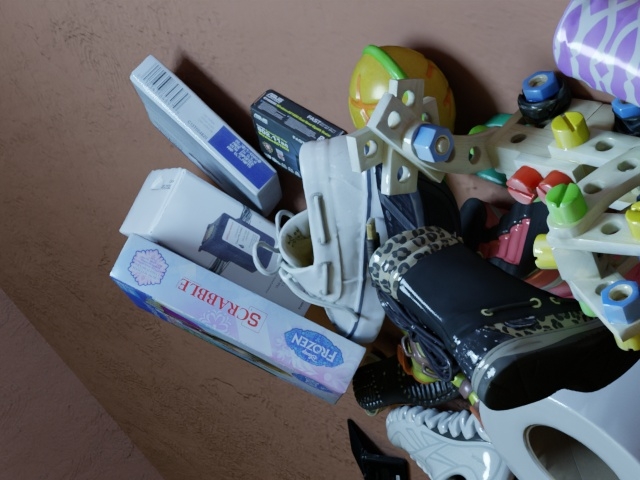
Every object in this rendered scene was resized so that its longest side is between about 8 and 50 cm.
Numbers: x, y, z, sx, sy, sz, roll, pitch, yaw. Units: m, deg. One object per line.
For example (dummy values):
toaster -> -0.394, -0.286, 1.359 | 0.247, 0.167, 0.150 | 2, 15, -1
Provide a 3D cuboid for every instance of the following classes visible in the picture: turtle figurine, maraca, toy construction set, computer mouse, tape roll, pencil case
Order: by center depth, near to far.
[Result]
pencil case -> 0.279, -0.130, 1.088 | 0.206, 0.086, 0.088 | 32, 178, 31
toy construction set -> 0.190, -0.050, 1.195 | 0.328, 0.215, 0.151 | 28, 152, 35
maraca -> 0.084, -0.122, 1.406 | 0.127, 0.099, 0.185 | 56, 175, 32
computer mouse -> 0.095, -0.001, 1.430 | 0.184, 0.060, 0.262 | -132, 24, -55
tape roll -> 0.308, 0.179, 1.444 | 0.246, 0.169, 0.246 | 36, 155, 20
turtle figurine -> 0.137, 0.110, 1.698 | 0.269, 0.087, 0.217 | 53, 151, 24

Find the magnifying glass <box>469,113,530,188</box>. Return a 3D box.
magnifying glass -> 0.158, -0.085, 1.438 | 0.092, 0.026, 0.231 | 55, 156, -22

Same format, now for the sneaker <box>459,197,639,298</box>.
sneaker -> 0.218, 0.028, 1.419 | 0.136, 0.116, 0.314 | 17, 175, -14

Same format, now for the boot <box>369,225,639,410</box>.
boot -> 0.171, 0.052, 1.226 | 0.178, 0.236, 0.085 | 44, 126, 34

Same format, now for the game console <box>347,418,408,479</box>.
game console -> 0.093, 0.352, 2.304 | 0.107, 0.071, 0.122 | 6, 147, 10

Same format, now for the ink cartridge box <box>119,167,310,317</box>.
ink cartridge box -> -0.128, 0.006, 1.868 | 0.237, 0.100, 0.172 | 32, 170, -19

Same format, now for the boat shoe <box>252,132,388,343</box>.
boat shoe -> 0.000, 0.007, 1.635 | 0.157, 0.135, 0.367 | 0, 150, -2

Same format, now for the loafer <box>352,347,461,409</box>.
loafer -> 0.133, 0.177, 1.880 | 0.220, 0.078, 0.080 | -13, 86, 52

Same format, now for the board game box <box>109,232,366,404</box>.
board game box -> -0.102, 0.110, 1.837 | 0.318, 0.066, 0.318 | 26, 171, 3

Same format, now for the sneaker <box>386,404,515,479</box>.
sneaker -> 0.169, 0.285, 1.892 | 0.110, 0.118, 0.292 | 16, 170, -23

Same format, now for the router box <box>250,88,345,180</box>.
router box -> -0.022, -0.114, 1.674 | 0.122, 0.038, 0.092 | 31, 153, 29

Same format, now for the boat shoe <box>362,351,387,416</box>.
boat shoe -> 0.079, 0.212, 2.046 | 0.050, 0.045, 0.135 | 31, 154, 30

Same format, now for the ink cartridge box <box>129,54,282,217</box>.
ink cartridge box -> -0.142, -0.125, 1.827 | 0.223, 0.045, 0.224 | 43, 173, 5
